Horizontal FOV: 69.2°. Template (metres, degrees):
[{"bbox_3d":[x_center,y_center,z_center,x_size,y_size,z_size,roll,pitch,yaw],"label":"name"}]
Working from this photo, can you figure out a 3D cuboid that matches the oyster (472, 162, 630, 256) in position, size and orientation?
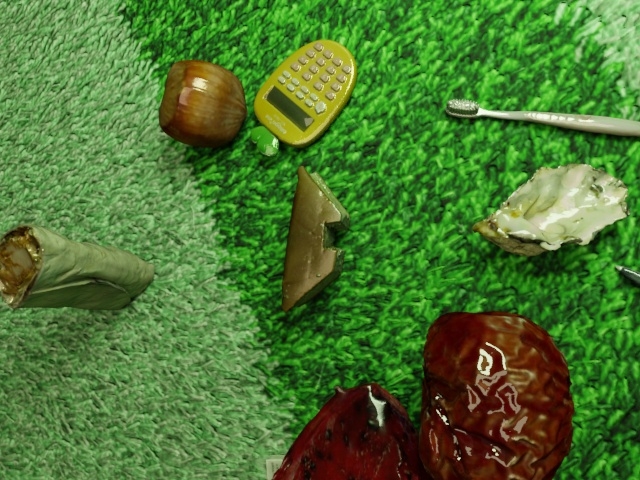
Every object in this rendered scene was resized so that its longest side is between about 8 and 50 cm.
[{"bbox_3d":[0.348,-0.037,0.688,0.209,0.072,0.133,-37,70,-10],"label":"oyster"}]

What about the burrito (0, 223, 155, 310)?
[{"bbox_3d":[-0.407,0.052,0.768,0.143,0.299,0.105,-26,75,7],"label":"burrito"}]

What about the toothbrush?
[{"bbox_3d":[0.347,-0.189,0.712,0.307,0.029,0.025,12,83,15],"label":"toothbrush"}]

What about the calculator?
[{"bbox_3d":[-0.034,-0.248,0.820,0.146,0.032,0.235,43,96,14],"label":"calculator"}]

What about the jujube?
[{"bbox_3d":[0.230,0.212,0.623,0.213,0.213,0.232,1,83,15],"label":"jujube"}]

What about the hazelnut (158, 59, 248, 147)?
[{"bbox_3d":[-0.208,-0.240,0.825,0.150,0.150,0.150,-1,86,15],"label":"hazelnut"}]

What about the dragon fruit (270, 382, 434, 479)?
[{"bbox_3d":[0.052,0.413,0.720,0.329,0.228,0.286,-37,50,24],"label":"dragon fruit"}]

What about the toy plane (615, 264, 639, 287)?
[{"bbox_3d":[0.518,0.102,0.623,0.234,0.082,0.160,28,120,15],"label":"toy plane"}]

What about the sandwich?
[{"bbox_3d":[0.000,0.000,0.764,0.088,0.090,0.244,4,85,20],"label":"sandwich"}]

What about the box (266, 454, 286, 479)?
[{"bbox_3d":[-0.049,0.394,0.784,0.083,0.024,0.054,-6,83,16],"label":"box"}]
